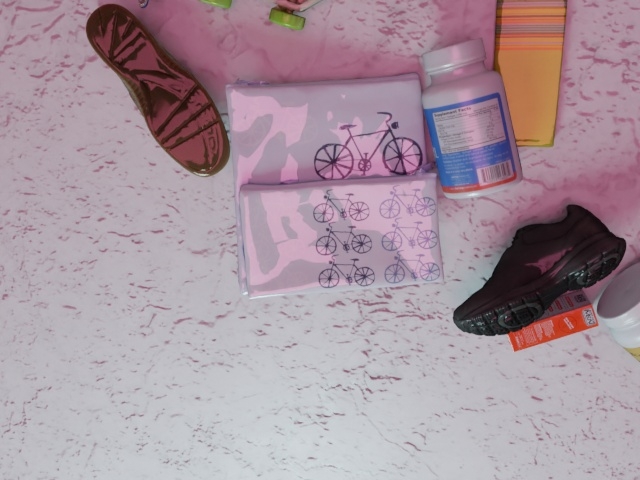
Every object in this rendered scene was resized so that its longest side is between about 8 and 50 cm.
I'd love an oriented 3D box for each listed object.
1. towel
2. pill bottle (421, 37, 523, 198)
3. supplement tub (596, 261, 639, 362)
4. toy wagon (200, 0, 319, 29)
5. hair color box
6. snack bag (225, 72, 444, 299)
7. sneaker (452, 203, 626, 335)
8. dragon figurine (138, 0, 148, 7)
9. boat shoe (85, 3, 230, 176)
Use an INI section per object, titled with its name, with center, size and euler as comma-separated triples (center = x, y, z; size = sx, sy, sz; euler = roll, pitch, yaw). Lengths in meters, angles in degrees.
[towel]
center = 0.316, -0.262, 1.126
size = 0.102, 0.021, 0.237
euler = 3, 108, 11
[pill bottle]
center = 0.222, -0.183, 1.102
size = 0.124, 0.124, 0.221
euler = -13, 100, 10
[supplement tub]
center = 0.552, 0.140, 1.152
size = 0.200, 0.144, 0.144
euler = 41, 107, -6
[toy wagon]
center = -0.034, -0.454, 1.082
size = 0.344, 0.068, 0.267
euler = 17, 108, 0
[hair color box]
center = 0.375, 0.132, 1.207
size = 0.141, 0.072, 0.043
euler = -20, 103, 12
[snack bag]
center = 0.024, -0.090, 1.138
size = 0.323, 0.037, 0.342
euler = -4, 93, -3
[sneaker]
center = 0.329, 0.049, 1.161
size = 0.286, 0.130, 0.109
euler = -30, 146, 1
[dragon figurine]
center = -0.248, -0.498, 1.082
size = 0.085, 0.144, 0.289
euler = 19, 89, 2
[boat shoe]
center = -0.247, -0.234, 1.158
size = 0.109, 0.098, 0.302
euler = -39, 97, 2
